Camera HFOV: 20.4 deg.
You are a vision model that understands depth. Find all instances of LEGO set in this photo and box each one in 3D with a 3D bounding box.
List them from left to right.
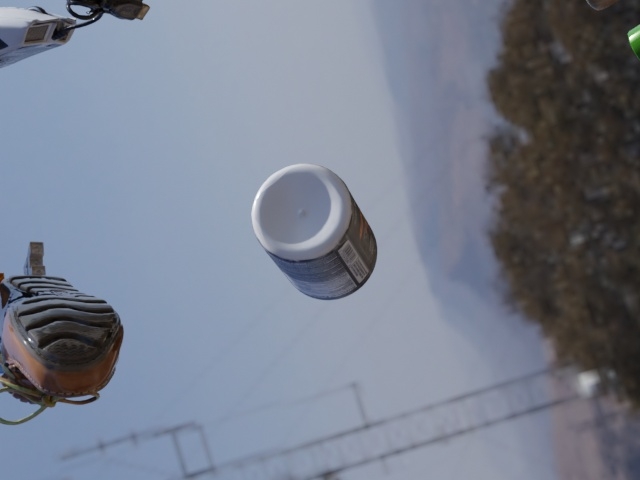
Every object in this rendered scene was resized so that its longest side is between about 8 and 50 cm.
[{"bbox_3d":[-0.403,0.120,2.329,0.093,0.087,0.227,120,147,-51],"label":"LEGO set"}]

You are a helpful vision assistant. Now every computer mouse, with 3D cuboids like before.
[{"bbox_3d":[-0.230,-0.167,1.375,0.106,0.193,0.042,-16,-89,-62],"label":"computer mouse"}]

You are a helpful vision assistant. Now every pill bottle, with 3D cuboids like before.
[{"bbox_3d":[0.000,0.000,2.288,0.245,0.130,0.130,56,-164,-69],"label":"pill bottle"}]

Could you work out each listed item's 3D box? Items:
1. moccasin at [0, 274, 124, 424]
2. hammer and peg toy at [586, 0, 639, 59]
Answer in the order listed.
[{"bbox_3d":[-0.312,0.132,2.034,0.380,0.139,0.147,-164,76,-66],"label":"moccasin"},{"bbox_3d":[0.310,-0.135,1.414,0.361,0.127,0.266,19,-133,-53],"label":"hammer and peg toy"}]
